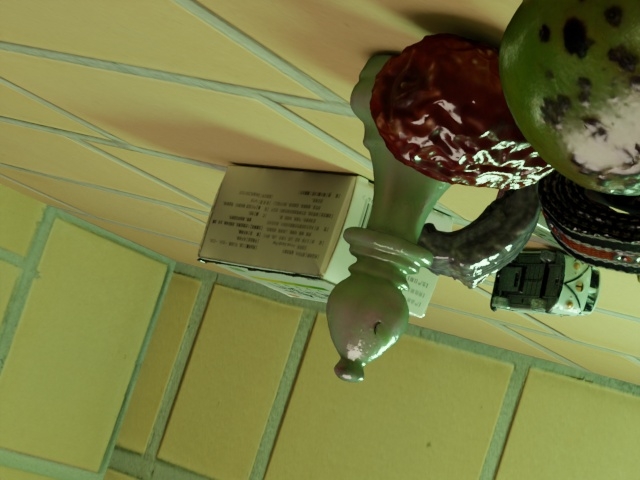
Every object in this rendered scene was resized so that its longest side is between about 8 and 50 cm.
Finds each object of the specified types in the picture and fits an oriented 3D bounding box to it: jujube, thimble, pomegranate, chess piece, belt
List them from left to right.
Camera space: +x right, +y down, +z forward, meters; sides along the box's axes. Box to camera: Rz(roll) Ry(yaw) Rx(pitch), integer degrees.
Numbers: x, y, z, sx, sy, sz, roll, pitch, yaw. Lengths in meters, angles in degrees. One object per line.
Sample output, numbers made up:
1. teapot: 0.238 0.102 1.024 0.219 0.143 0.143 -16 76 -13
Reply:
1. chess piece: 0.063 -0.010 1.486 0.139 0.271 0.139 17 175 2
2. thimble: 0.133 -0.036 1.636 0.150 0.150 0.098 17 171 10
3. jujube: 0.120 -0.094 1.350 0.176 0.109 0.112 19 179 -44
4. pomegranate: 0.159 -0.117 0.946 0.205 0.159 0.159 44 171 -3
5. belt: 0.355 0.007 1.494 0.359 0.126 0.094 17 172 21

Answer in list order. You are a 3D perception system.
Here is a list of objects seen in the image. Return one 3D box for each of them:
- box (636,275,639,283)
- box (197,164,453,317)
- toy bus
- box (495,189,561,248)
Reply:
1. box: 0.462 0.066 2.140 0.149 0.020 0.073 15 173 28
2. box: -0.002 0.000 2.303 0.173 0.145 0.333 24 170 -33
3. toy bus: 0.294 0.058 2.272 0.089 0.087 0.194 13 175 -19
4. box: 0.259 -0.020 1.842 0.041 0.050 0.207 14 172 44
